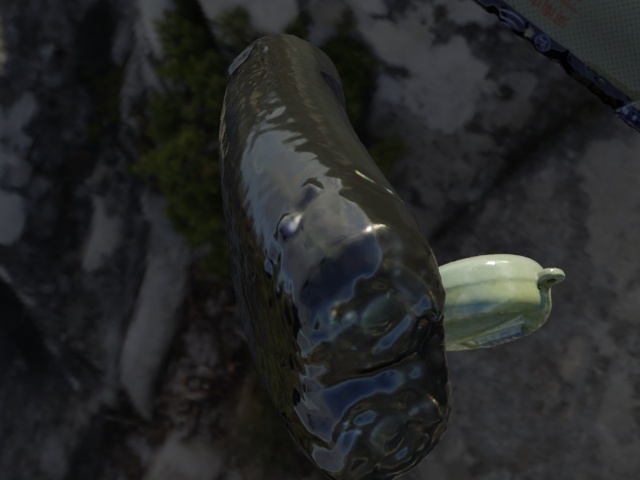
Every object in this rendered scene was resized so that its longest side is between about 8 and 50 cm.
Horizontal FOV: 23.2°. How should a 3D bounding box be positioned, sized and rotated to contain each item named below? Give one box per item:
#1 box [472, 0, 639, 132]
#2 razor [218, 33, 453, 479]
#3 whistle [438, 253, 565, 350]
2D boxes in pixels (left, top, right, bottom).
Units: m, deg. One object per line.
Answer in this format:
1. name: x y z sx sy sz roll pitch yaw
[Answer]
1. box: 0.200 -0.167 1.016 0.310 0.198 0.084 41 121 18
2. razor: -0.004 0.000 0.984 0.327 0.107 0.189 -111 13 -60
3. whistle: 0.091 0.072 1.328 0.258 0.126 0.067 -19 67 28
